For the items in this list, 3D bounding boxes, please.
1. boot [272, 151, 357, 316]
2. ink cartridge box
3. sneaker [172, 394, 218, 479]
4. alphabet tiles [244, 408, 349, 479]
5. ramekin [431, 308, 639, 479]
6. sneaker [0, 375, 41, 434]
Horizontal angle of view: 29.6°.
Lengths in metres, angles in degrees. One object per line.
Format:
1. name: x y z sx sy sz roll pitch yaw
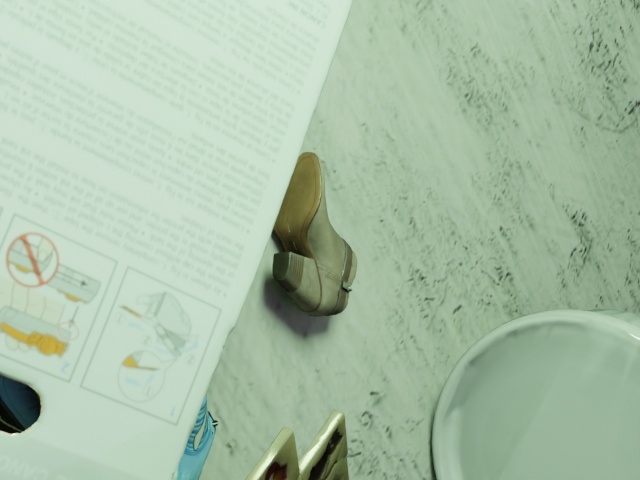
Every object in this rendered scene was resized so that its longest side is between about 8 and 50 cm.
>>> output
1. boot: 0.000 0.000 0.953 0.087 0.042 0.119 28 73 -51
2. ink cartridge box: -0.169 -0.063 0.683 0.308 0.091 0.385 28 74 -30
3. sneaker: -0.100 0.109 0.788 0.073 0.063 0.162 -9 112 -65
4. alphabet tiles: -0.071 0.287 0.821 0.342 0.011 0.285 -52 153 -32
5. ramekin: 0.245 0.183 1.073 0.127 0.272 0.273 -19 107 -58
6. sneaker: -0.148 0.150 0.721 0.188 0.078 0.067 61 30 -15
